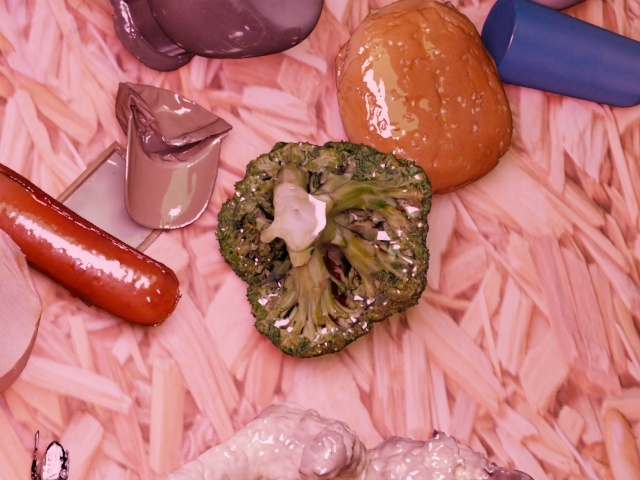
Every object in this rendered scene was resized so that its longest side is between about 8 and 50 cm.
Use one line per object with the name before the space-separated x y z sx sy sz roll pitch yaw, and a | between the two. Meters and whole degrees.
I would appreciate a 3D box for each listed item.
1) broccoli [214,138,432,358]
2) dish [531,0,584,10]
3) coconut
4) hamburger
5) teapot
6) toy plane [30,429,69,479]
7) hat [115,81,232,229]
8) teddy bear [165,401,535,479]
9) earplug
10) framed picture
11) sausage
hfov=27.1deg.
broccoli | 0.000 0.000 1.748 0.308 0.275 0.307 -1 87 13
dish | 0.351 -0.464 2.065 0.256 0.117 0.256 5 71 -14
coconut | -0.445 0.087 1.611 0.241 0.241 0.241 5 72 -14
hamburger | 0.145 -0.204 1.895 0.260 0.144 0.283 -25 89 -20
teapot | -0.186 -0.327 1.782 0.305 0.285 0.223 -25 100 -48
toy plane | -0.344 0.300 1.677 0.049 0.031 0.120 4 70 -9
hat | -0.228 -0.115 1.822 0.166 0.144 0.173 18 101 -35
teddy bear | 0.032 0.357 1.610 0.362 0.327 0.375 29 46 23
earplug | 0.388 -0.275 2.017 0.273 0.132 0.132 14 70 -15
framed picture | -0.296 -0.025 1.803 0.136 0.010 0.201 41 67 1
sausage | -0.333 0.007 1.725 0.330 0.102 0.102 32 67 -6
